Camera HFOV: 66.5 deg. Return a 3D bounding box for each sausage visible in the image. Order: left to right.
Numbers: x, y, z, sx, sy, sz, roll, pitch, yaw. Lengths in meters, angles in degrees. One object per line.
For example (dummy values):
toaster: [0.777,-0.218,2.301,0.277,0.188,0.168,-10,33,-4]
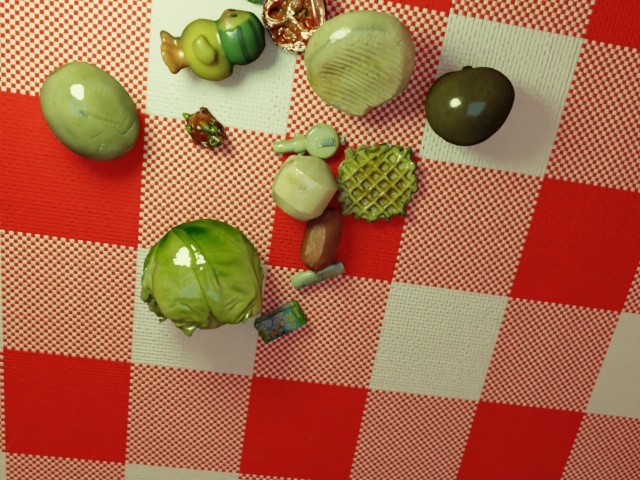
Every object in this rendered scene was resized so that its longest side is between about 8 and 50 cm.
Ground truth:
sausage: [0.000,0.000,1.825,0.148,0.148,0.255,9,103,-6]

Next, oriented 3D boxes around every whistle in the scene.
whistle: [-0.042,-0.349,1.755,0.257,0.067,0.126,-7,106,1]

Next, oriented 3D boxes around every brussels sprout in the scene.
brussels sprout: [-0.419,0.109,1.725,0.424,0.342,0.361,-6,108,-2]

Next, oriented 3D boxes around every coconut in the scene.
coconut: [-0.054,-0.197,1.720,0.241,0.241,0.241,-1,107,-3]

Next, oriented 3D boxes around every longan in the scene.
longan: [0.506,-0.470,1.665,0.299,0.243,0.301,0,70,0]

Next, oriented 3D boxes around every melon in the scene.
melon: [-0.742,-0.409,1.593,0.268,0.269,0.330,-27,129,5]

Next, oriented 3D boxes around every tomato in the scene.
tomato: [-0.076,-0.745,1.617,0.227,0.101,0.228,4,113,9]

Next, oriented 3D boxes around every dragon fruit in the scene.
dragon fruit: [-0.394,-0.389,1.707,0.142,0.175,0.139,-8,121,-33]

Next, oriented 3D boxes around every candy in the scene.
candy: [-0.159,0.324,1.953,0.194,0.062,0.097,-26,105,5]

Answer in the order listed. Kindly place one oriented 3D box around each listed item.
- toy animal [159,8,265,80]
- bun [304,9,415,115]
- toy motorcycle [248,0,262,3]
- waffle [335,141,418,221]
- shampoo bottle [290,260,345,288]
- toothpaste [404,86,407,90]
toy animal: [-0.340,-0.628,1.593,0.338,0.216,0.191,-19,134,-1]
bun: [0.128,-0.593,1.573,0.364,0.220,0.365,-3,149,-2]
toy motorcycle: [-0.194,-0.842,1.594,0.190,0.074,0.106,-32,113,7]
waffle: [0.207,-0.214,1.807,0.316,0.073,0.298,-1,106,-5]
shampoo bottle: [-0.010,0.134,1.908,0.212,0.049,0.072,-18,132,1]
toothpaste: [0.224,-0.630,1.699,0.067,0.037,0.255,-36,102,13]
